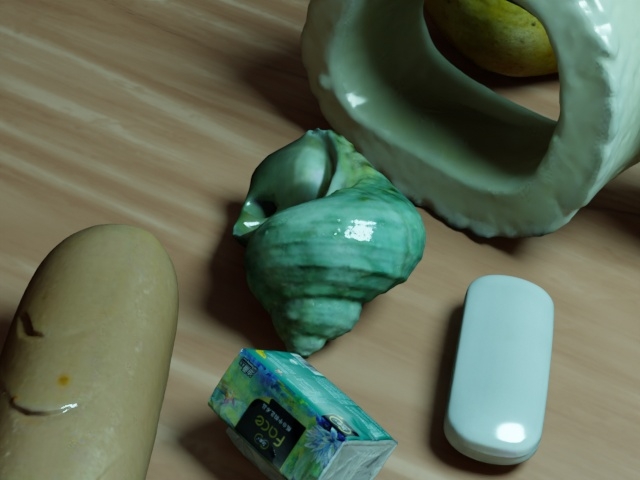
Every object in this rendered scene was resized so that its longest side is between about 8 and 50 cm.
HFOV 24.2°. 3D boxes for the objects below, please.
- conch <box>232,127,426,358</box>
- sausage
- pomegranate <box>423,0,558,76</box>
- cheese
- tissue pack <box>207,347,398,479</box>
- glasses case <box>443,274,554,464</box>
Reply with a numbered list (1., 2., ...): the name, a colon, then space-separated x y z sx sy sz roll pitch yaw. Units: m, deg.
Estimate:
1. conch: 0.001 0.000 1.213 0.175 0.122 0.188 0 33 22
2. sausage: -0.172 0.118 1.036 0.121 0.121 0.304 8 39 -1
3. pomegranate: 0.218 -0.293 1.513 0.260 0.260 0.260 5 40 -4
4. cheese: 0.145 -0.174 1.314 0.332 0.292 0.153 24 41 30
5. tissue pack: -0.019 0.140 1.078 0.111 0.079 0.085 39 13 29
6. glasses case: 0.142 0.098 1.174 0.076 0.049 0.197 11 40 3
